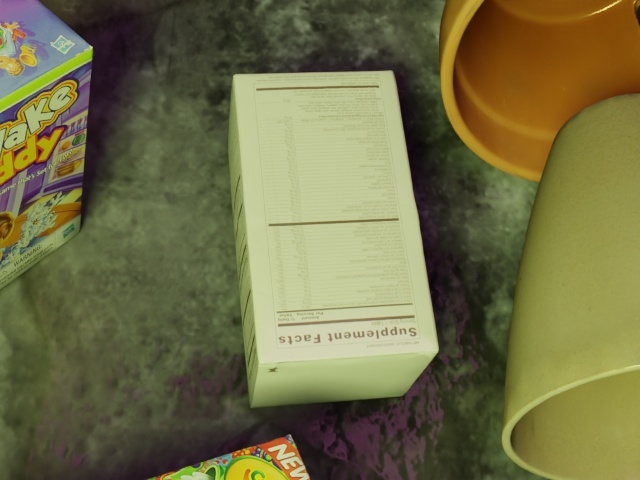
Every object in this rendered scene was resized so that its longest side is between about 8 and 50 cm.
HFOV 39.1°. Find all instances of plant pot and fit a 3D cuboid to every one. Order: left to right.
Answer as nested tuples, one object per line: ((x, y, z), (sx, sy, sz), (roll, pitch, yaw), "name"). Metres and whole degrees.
((0.244, -0.220, 0.804), (0.291, 0.291, 0.203), (4, 50, -5), "plant pot")
((0.265, 0.027, 0.719), (0.256, 0.256, 0.274), (6, 56, -5), "plant pot")

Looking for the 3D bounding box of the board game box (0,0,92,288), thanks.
((-0.316, 0.003, 0.608), (0.078, 0.233, 0.347), (41, 56, 11), "board game box")

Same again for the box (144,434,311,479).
((-0.099, 0.313, 0.517), (0.279, 0.177, 0.290), (-14, 52, -20), "box")

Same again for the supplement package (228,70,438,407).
((0.000, 0.000, 0.740), (0.139, 0.134, 0.244), (-2, 66, -8), "supplement package")
